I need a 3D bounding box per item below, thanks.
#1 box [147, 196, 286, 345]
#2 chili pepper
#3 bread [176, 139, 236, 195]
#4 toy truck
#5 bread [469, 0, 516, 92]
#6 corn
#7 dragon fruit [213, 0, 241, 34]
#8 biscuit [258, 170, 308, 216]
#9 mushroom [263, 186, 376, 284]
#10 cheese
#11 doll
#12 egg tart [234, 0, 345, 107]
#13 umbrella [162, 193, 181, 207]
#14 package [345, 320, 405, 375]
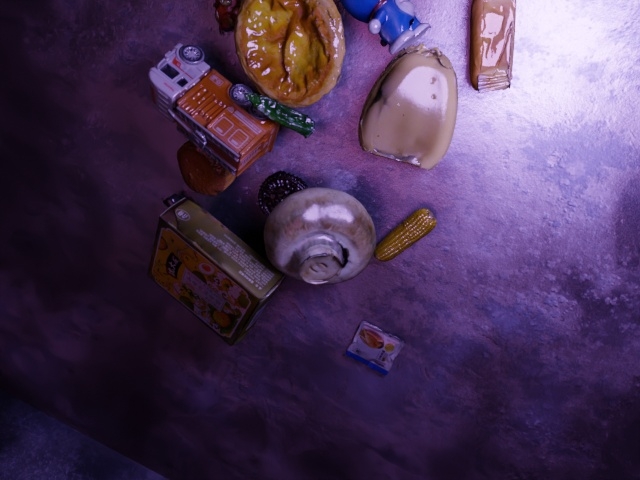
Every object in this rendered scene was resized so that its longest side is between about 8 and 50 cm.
[{"bbox_3d":[-0.361,0.117,1.464,0.420,0.138,0.373,39,139,3],"label":"box"},{"bbox_3d":[-0.120,-0.361,1.231,0.227,0.088,0.059,17,116,-40],"label":"chili pepper"},{"bbox_3d":[-0.375,-0.241,1.436,0.199,0.104,0.199,12,132,14],"label":"bread"},{"bbox_3d":[-0.327,-0.379,1.298,0.388,0.207,0.173,39,153,1],"label":"toy truck"},{"bbox_3d":[0.421,-0.491,1.077,0.107,0.136,0.240,2,112,20],"label":"bread"},{"bbox_3d":[0.261,-0.010,1.368,0.080,0.080,0.231,44,119,-3],"label":"corn"},{"bbox_3d":[-0.255,-0.651,1.254,0.147,0.096,0.102,-1,115,20],"label":"dragon fruit"},{"bbox_3d":[-0.116,-0.135,1.450,0.195,0.053,0.194,7,114,15],"label":"biscuit"},{"bbox_3d":[0.000,0.000,1.333,0.353,0.260,0.351,-5,133,-5],"label":"mushroom"},{"bbox_3d":[0.247,-0.366,1.200,0.260,0.128,0.315,12,118,2],"label":"cheese"},{"bbox_3d":[0.155,-0.591,1.088,0.256,0.215,0.161,49,138,2],"label":"doll"},{"bbox_3d":[-0.076,-0.543,1.216,0.342,0.132,0.340,7,118,14],"label":"egg tart"},{"bbox_3d":[-0.449,-0.025,1.586,0.094,0.090,0.326,-27,103,39],"label":"umbrella"},{"bbox_3d":[0.194,0.389,1.586,0.171,0.027,0.173,25,114,7],"label":"package"}]
